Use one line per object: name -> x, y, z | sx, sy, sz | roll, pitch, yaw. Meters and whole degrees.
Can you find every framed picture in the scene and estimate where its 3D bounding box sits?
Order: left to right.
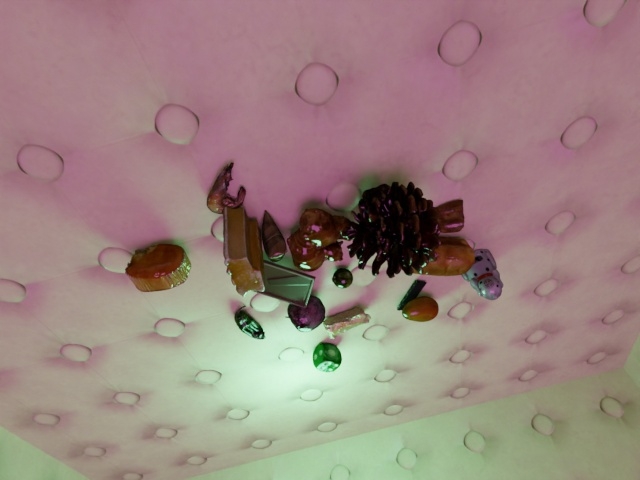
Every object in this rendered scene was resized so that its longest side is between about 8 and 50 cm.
framed picture -> -0.197, 0.191, 1.975 | 0.325, 0.020, 0.240 | 17, 136, 2

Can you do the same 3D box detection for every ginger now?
ginger -> -0.007, 0.007, 1.869 | 0.274, 0.152, 0.357 | -3, 135, -36

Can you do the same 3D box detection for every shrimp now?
shrimp -> -0.355, -0.197, 1.682 | 0.144, 0.052, 0.251 | 4, 138, -29

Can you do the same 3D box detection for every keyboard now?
keyboard -> 0.480, 0.293, 2.298 | 0.072, 0.023, 0.231 | 5, 131, -25

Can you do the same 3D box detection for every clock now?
clock -> 0.805, 0.189, 2.121 | 0.189, 0.253, 0.188 | -9, 136, -8

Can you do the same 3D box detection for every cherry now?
cherry -> -0.069, 0.355, 2.140 | 0.195, 0.195, 0.195 | -6, 132, -7

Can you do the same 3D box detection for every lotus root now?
lotus root -> 0.577, -0.090, 1.935 | 0.135, 0.095, 0.159 | -11, 127, 3

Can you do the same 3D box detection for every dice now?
dice -> 0.036, 0.666, 2.462 | 0.128, 0.130, 0.120 | 22, 123, -30

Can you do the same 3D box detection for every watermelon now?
watermelon -> 0.102, 0.178, 2.070 | 0.109, 0.109, 0.109 | -6, 132, -7

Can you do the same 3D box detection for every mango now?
mango -> 0.530, 0.363, 2.288 | 0.221, 0.120, 0.151 | 10, 126, -38

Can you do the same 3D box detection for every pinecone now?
pinecone -> 0.269, -0.029, 1.719 | 0.398, 0.397, 0.397 | -6, 132, -7

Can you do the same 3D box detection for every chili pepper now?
chili pepper -> -0.366, 0.434, 2.220 | 0.100, 0.074, 0.257 | -27, 135, 8

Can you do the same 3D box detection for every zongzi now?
zongzi -> -0.213, -0.012, 1.871 | 0.094, 0.204, 0.205 | -20, 173, -10

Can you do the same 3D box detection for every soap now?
soap -> -0.309, 0.037, 1.721 | 0.143, 0.281, 0.259 | -11, 141, 2

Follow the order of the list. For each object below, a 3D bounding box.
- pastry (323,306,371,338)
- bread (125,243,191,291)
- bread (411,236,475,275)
pastry -> 0.138, 0.428, 2.300 | 0.259, 0.089, 0.121 | -29, 135, 12
bread -> -0.670, 0.106, 1.795 | 0.250, 0.178, 0.133 | -6, 141, 5
bread -> 0.542, 0.080, 2.035 | 0.344, 0.148, 0.195 | 4, 129, -14
